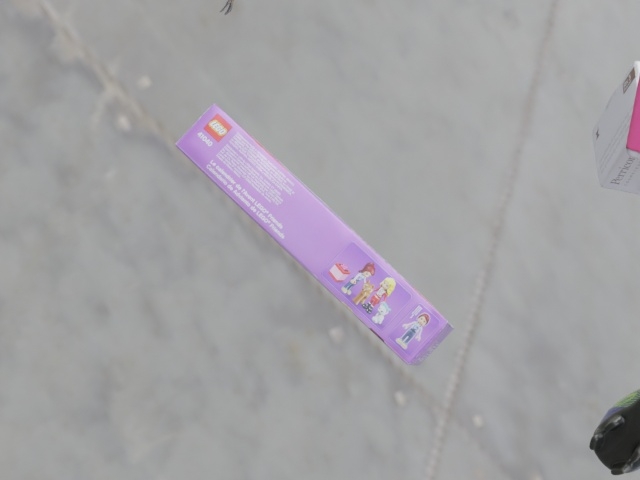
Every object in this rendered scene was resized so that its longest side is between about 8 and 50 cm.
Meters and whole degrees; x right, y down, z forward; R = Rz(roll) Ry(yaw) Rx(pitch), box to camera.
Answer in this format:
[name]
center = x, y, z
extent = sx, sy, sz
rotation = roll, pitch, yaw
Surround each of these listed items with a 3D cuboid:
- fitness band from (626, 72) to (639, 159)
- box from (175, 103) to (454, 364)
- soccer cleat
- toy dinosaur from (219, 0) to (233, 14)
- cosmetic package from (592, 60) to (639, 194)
[fitness band]
center = 0.353, -0.111, 1.441
extent = 0.054, 0.209, 0.291
rotation = -47, 151, -49
[box]
center = 0.000, 0.000, 1.749
extent = 0.293, 0.057, 0.201
rotation = 43, 1, 7
[soccer cleat]
center = 0.431, 0.179, 2.191
extent = 0.093, 0.289, 0.121
rotation = 52, 44, 8
[toy dinosaur]
center = -0.090, -0.258, 1.734
extent = 0.047, 0.090, 0.082
rotation = 27, 38, 0
[cosmetic package]
center = 0.405, -0.096, 1.879
extent = 0.231, 0.117, 0.085
rotation = 9, 51, -12
